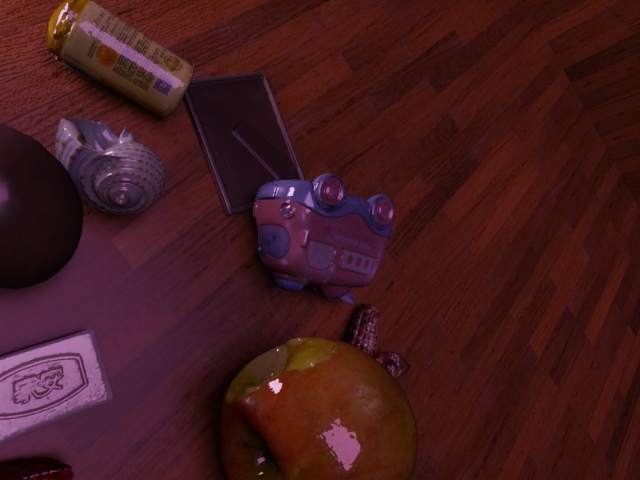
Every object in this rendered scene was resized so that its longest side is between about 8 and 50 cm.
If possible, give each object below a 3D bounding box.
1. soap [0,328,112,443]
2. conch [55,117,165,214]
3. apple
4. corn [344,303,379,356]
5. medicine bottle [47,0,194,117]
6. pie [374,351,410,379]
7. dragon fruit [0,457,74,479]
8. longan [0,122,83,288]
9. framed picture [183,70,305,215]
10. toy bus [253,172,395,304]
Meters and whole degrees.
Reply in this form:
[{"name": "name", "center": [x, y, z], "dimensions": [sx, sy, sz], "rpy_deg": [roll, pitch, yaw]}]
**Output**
[{"name": "soap", "center": [-0.426, 0.216, 0.726], "dimensions": [0.183, 0.064, 0.121], "rpy_deg": [-17, 91, -35]}, {"name": "conch", "center": [-0.354, -0.118, 0.809], "dimensions": [0.173, 0.200, 0.131], "rpy_deg": [10, 109, -32]}, {"name": "apple", "center": [0.000, 0.332, 0.829], "dimensions": [0.340, 0.340, 0.339], "rpy_deg": [8, 75, -32]}, {"name": "corn", "center": [0.082, 0.253, 1.052], "dimensions": [0.080, 0.080, 0.236], "rpy_deg": [33, 61, -24]}, {"name": "medicine bottle", "center": [-0.356, -0.327, 0.862], "dimensions": [0.239, 0.124, 0.124], "rpy_deg": [27, 66, -26]}, {"name": "pie", "center": [0.139, 0.310, 1.099], "dimensions": [0.170, 0.034, 0.092], "rpy_deg": [-40, 106, -33]}, {"name": "dragon fruit", "center": [-0.444, 0.370, 0.675], "dimensions": [0.162, 0.083, 0.106], "rpy_deg": [1, 91, -43]}, {"name": "longan", "center": [-0.464, -0.041, 0.671], "dimensions": [0.248, 0.248, 0.248], "rpy_deg": [8, 75, -32]}, {"name": "framed picture", "center": [-0.157, -0.215, 1.031], "dimensions": [0.213, 0.016, 0.288], "rpy_deg": [-22, 92, -36]}, {"name": "toy bus", "center": [0.000, 0.000, 0.986], "dimensions": [0.294, 0.197, 0.231], "rpy_deg": [16, 83, -37]}]
